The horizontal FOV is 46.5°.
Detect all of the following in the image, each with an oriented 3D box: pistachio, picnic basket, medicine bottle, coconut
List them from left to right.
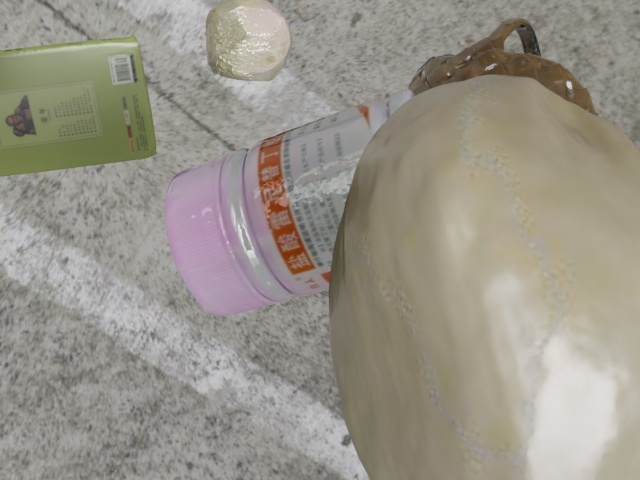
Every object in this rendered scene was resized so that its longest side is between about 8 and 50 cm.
[{"bbox_3d":[-0.147,-0.429,1.595,0.194,0.194,0.194,-3,99,-17],"label":"coconut"},{"bbox_3d":[-0.007,-0.039,0.906,0.316,0.202,0.202,-18,105,17],"label":"medicine bottle"},{"bbox_3d":[0.108,0.044,0.447,0.226,0.331,0.208,-21,148,21],"label":"pistachio"},{"bbox_3d":[0.321,-0.233,1.297,0.337,0.337,0.293,-36,133,-9],"label":"picnic basket"}]

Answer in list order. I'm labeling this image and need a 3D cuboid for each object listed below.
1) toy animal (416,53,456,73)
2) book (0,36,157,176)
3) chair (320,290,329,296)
[{"bbox_3d":[0.304,-0.368,1.708,0.210,0.121,0.117,-20,96,-38],"label":"toy animal"},{"bbox_3d":[-0.498,-0.247,1.395,0.352,0.035,0.239,-9,122,-12],"label":"book"},{"bbox_3d":[0.129,0.019,1.673,0.319,0.160,0.186,-1,121,-41],"label":"chair"}]
